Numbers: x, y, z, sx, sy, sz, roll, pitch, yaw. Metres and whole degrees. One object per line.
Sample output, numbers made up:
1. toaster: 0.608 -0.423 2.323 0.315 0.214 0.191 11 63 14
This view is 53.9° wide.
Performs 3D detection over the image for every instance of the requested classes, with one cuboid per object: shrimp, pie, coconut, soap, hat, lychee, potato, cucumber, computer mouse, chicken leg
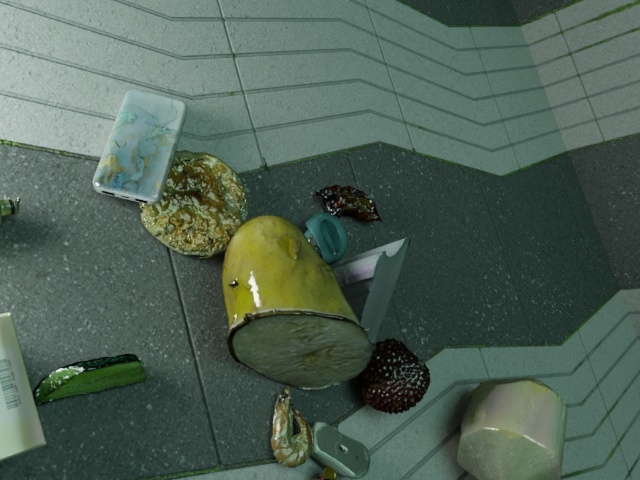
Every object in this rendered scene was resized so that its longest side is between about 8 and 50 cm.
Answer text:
1. shrimp: -0.064 0.413 1.405 0.099 0.041 0.180 4 61 -20
2. pie: -0.287 -0.091 1.434 0.274 0.055 0.274 14 64 -32
3. coconut: 0.519 0.549 1.725 0.297 0.297 0.309 49 44 -14
4. soap: 0.118 0.163 1.520 0.159 0.302 0.257 -25 92 -49
5. hat: 0.000 0.000 1.642 0.191 0.078 0.138 -26 96 -64
6. lychee: 0.181 0.347 1.580 0.188 0.188 0.188 19 59 -35
7. potato: -0.050 0.122 1.408 0.397 0.290 0.296 32 39 -41
8. cucumber: -0.415 0.245 1.160 0.220 0.070 0.046 -5 45 -45
9. computer mouse: 0.031 0.487 1.456 0.182 0.056 0.089 35 41 -13
10. chicken leg: 0.081 -0.104 1.767 0.234 0.063 0.105 6 73 -42

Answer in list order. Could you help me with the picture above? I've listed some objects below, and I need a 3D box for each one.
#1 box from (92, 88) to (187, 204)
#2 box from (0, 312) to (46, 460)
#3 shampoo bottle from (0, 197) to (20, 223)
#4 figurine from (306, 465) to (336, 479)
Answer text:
1. box: -0.388 -0.209 1.373 0.142 0.044 0.285 14 58 -11
2. box: -0.525 0.239 0.984 0.095 0.168 0.212 -11 79 -43
3. shampoo bottle: -0.612 -0.049 1.100 0.162 0.079 0.079 -15 82 -46
4. figurine: 0.017 0.575 1.376 0.082 0.098 0.154 15 64 -33
